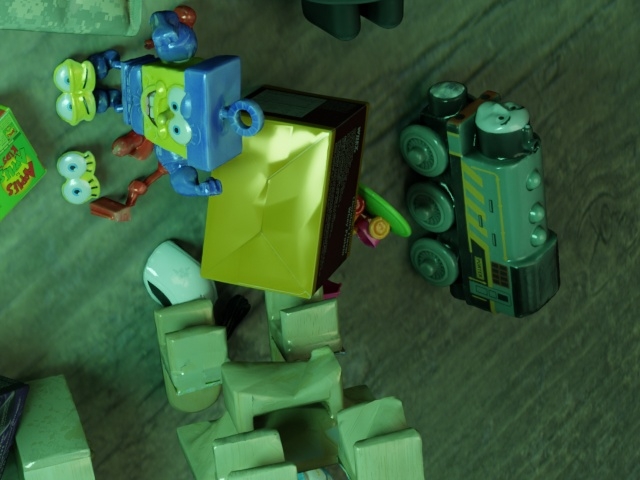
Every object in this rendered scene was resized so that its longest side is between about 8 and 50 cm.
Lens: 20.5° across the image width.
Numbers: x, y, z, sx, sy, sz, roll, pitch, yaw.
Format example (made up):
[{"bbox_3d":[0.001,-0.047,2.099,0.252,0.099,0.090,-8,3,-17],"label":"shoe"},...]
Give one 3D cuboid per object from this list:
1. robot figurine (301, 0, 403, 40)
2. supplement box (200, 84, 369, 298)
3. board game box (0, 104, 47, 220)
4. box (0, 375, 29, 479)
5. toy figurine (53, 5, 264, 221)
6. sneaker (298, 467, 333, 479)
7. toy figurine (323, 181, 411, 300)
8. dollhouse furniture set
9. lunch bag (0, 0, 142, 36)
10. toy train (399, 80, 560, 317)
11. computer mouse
[{"bbox_3d":[0.031,-0.366,1.961,0.209,0.174,0.278,-52,144,-54],"label":"robot figurine"},{"bbox_3d":[-0.037,-0.059,1.995,0.194,0.129,0.191,-45,144,-70],"label":"supplement box"},{"bbox_3d":[-0.354,-0.041,1.716,0.181,0.043,0.092,-51,140,-25],"label":"board game box"},{"bbox_3d":[-0.369,0.199,1.678,0.207,0.108,0.153,-23,131,-86],"label":"box"},{"bbox_3d":[-0.129,-0.176,1.803,0.191,0.217,0.362,-24,124,-46],"label":"toy figurine"},{"bbox_3d":[-0.038,0.399,2.300,0.092,0.087,0.228,5,103,-56],"label":"sneaker"},{"bbox_3d":[0.000,0.000,2.163,0.173,0.130,0.159,43,79,-29],"label":"toy figurine"},{"bbox_3d":[-0.116,0.261,1.901,0.394,0.362,0.256,-12,119,-13],"label":"dollhouse furniture set"},{"bbox_3d":[-0.278,-0.332,1.584,0.235,0.169,0.287,-3,100,-49],"label":"lunch bag"},{"bbox_3d":[0.218,-0.051,2.340,0.142,0.190,0.334,-38,133,-38],"label":"toy train"},{"bbox_3d":[-0.143,0.073,2.048,0.106,0.042,0.193,-57,142,-17],"label":"computer mouse"}]
